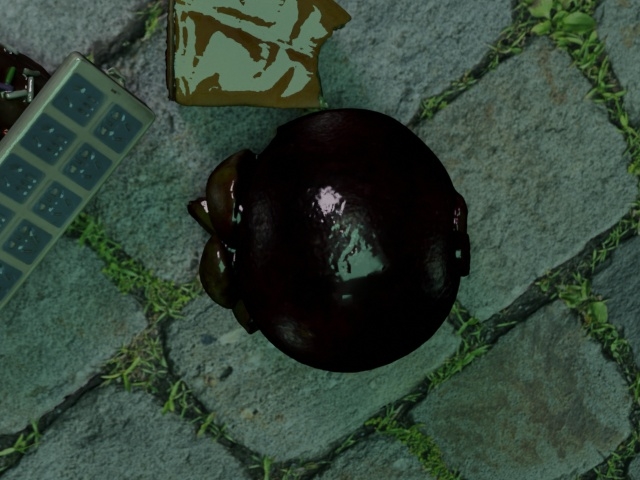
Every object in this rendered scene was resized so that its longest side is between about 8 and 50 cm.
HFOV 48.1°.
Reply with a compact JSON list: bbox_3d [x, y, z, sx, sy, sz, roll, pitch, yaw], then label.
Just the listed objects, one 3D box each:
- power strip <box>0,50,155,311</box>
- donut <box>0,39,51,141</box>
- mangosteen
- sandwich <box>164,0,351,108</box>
[{"bbox_3d":[-0.325,-0.033,0.767,0.106,0.043,0.367,37,93,-35],"label":"power strip"},{"bbox_3d":[-0.393,-0.091,0.791,0.270,0.103,0.269,-11,116,-24],"label":"donut"},{"bbox_3d":[0.000,0.000,0.852,0.347,0.307,0.306,0,108,16],"label":"mangosteen"},{"bbox_3d":[-0.072,-0.267,0.815,0.199,0.155,0.227,-1,105,-15],"label":"sandwich"}]
